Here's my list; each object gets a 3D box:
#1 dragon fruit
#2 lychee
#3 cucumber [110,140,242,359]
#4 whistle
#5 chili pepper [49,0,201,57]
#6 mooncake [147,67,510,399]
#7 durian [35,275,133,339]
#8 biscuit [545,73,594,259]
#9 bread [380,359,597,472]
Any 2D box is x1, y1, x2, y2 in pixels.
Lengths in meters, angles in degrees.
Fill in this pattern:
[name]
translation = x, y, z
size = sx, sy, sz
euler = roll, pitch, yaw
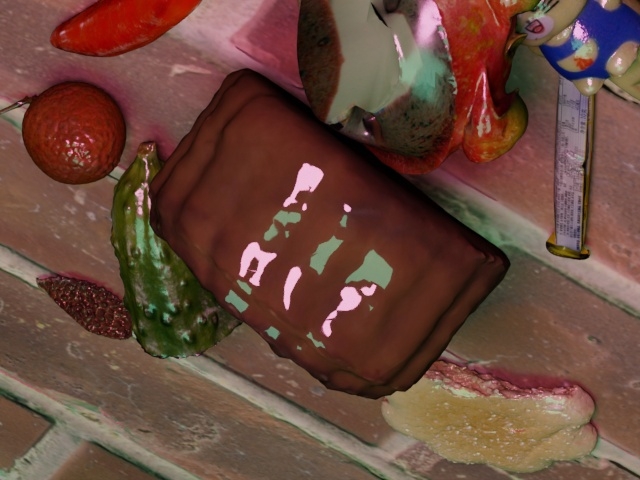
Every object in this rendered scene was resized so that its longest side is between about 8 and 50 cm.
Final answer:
[dragon fruit]
translation = 0.069, -0.177, 1.648
size = 0.295, 0.130, 0.268
euler = -30, 80, 58
[lychee]
translation = -0.253, -0.114, 1.965
size = 0.114, 0.140, 0.101
euler = -11, 146, -24
[cucumber]
translation = -0.160, -0.002, 2.049
size = 0.134, 0.134, 0.244
euler = 4, 131, 19
[whistle]
translation = 0.223, -0.179, 1.675
size = 0.227, 0.085, 0.105
euler = 36, 134, -22
[chili pepper]
translation = -0.168, -0.218, 1.821
size = 0.063, 0.071, 0.272
euler = -4, 167, -39
[mooncake]
translation = -0.001, -0.002, 1.795
size = 0.324, 0.324, 0.187
euler = 35, 97, -19
[durian]
translation = -0.267, 0.071, 2.258
size = 0.130, 0.052, 0.066
euler = 30, 180, -9
[biscuit]
translation = 0.236, -0.078, 1.846
size = 0.048, 0.026, 0.292
euler = 13, 142, 15
[bread]
translation = 0.187, 0.206, 2.213
size = 0.250, 0.039, 0.182
euler = 9, 141, 13
